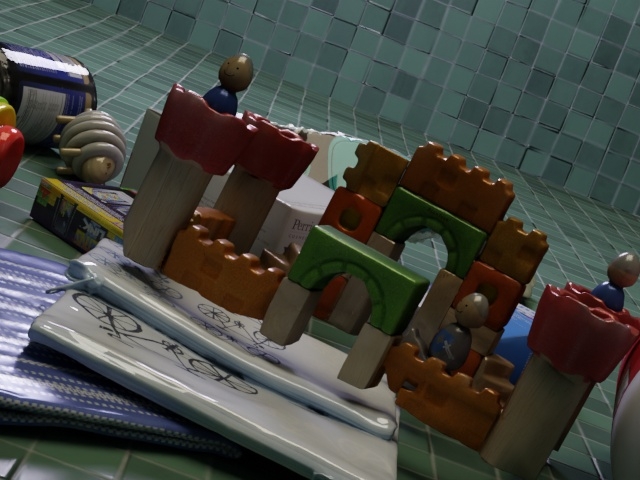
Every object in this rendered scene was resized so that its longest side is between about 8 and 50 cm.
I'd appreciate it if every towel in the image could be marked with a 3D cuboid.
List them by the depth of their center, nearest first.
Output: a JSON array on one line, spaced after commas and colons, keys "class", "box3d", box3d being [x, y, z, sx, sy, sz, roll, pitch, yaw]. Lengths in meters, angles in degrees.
[{"class": "towel", "box3d": [-0.236, 0.075, 1.225, 0.243, 0.040, 0.336, 16, 14, -38]}]

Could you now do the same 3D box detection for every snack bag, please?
[{"class": "snack bag", "box3d": [-0.074, 0.100, 1.287, 0.323, 0.037, 0.342, 27, 9, -1]}]

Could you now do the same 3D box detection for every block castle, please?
[{"class": "block castle", "box3d": [0.073, 0.013, 1.417, 0.453, 0.213, 0.303, 29, 5, 14]}]

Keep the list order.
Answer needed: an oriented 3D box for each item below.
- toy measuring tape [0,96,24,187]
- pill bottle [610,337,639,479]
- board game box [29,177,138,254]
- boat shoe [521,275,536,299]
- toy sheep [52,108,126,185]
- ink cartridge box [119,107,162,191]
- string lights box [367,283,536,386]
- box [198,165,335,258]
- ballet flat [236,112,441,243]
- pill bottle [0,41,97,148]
[{"class": "toy measuring tape", "box3d": [-0.380, -0.097, 1.545, 0.121, 0.121, 0.330, 23, 11, 7]}, {"class": "pill bottle", "box3d": [0.378, 0.172, 1.387, 0.229, 0.229, 0.407, 23, 11, 8]}, {"class": "board game box", "box3d": [-0.199, -0.007, 1.628, 0.170, 0.048, 0.141, 31, 16, 37]}, {"class": "boat shoe", "box3d": [0.279, 0.061, 2.219, 0.043, 0.049, 0.137, -19, 3, 16]}, {"class": "toy sheep", "box3d": [-0.282, -0.118, 1.896, 0.091, 0.091, 0.132, 15, 44, -30]}, {"class": "ink cartridge box", "box3d": [-0.138, -0.071, 1.837, 0.175, 0.127, 0.072, 14, 11, -37]}, {"class": "string lights box", "box3d": [0.163, 0.106, 1.694, 0.133, 0.077, 0.259, 28, 13, 27]}, {"class": "box", "box3d": [-0.059, -0.012, 1.726, 0.182, 0.119, 0.181, 30, 14, 36]}, {"class": "ballet flat", "box3d": [-0.022, -0.080, 2.097, 0.408, 0.147, 0.147, 17, 12, -16]}, {"class": "pill bottle", "box3d": [-0.390, -0.183, 1.911, 0.122, 0.123, 0.219, 29, 13, 33]}]
